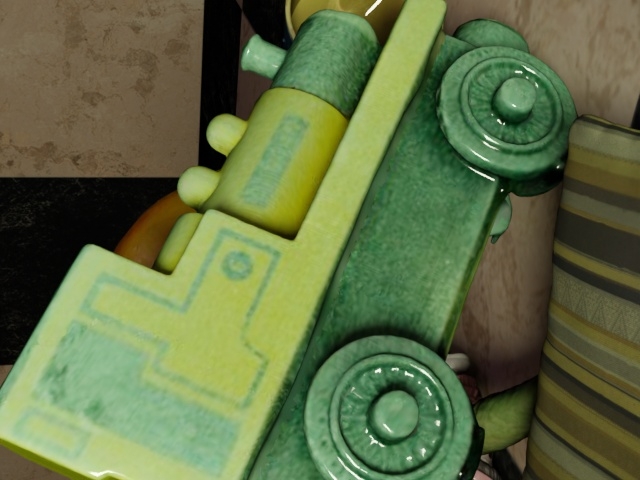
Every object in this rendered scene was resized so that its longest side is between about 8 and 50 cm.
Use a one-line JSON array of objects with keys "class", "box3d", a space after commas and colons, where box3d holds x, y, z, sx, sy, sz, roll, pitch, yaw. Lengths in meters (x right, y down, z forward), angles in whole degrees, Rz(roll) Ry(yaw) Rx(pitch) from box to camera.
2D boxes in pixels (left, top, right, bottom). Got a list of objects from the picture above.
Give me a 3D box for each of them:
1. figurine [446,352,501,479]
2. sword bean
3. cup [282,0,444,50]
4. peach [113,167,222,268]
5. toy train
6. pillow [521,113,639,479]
[{"class": "figurine", "box3d": [0.098, 0.150, 0.630, 0.072, 0.054, 0.129, 96, 168, -55]}, {"class": "sword bean", "box3d": [0.106, 0.112, 0.516, 0.269, 0.043, 0.038, -45, 58, 50]}, {"class": "cup", "box3d": [0.036, -0.146, 0.751, 0.176, 0.131, 0.155, 61, 165, 7]}, {"class": "peach", "box3d": [-0.056, 0.093, 0.790, 0.289, 0.289, 0.308, -107, 28, -48]}, {"class": "toy train", "box3d": [0.000, 0.000, 0.499, 0.150, 0.237, 0.369, 108, -174, -67]}, {"class": "pillow", "box3d": [0.161, 0.064, 0.335, 0.208, 0.052, 0.212, -151, 60, -61]}]
